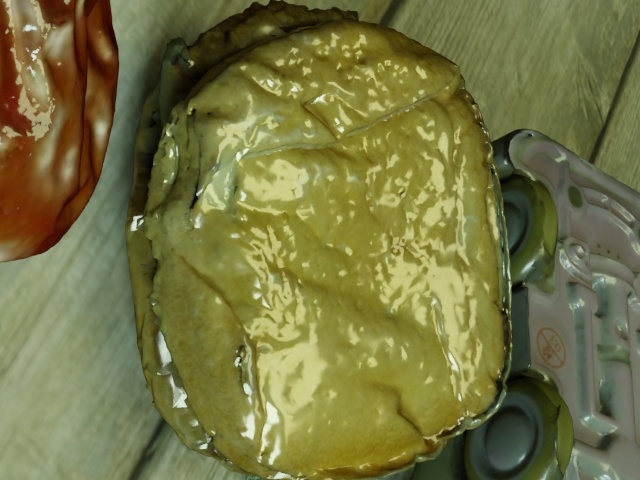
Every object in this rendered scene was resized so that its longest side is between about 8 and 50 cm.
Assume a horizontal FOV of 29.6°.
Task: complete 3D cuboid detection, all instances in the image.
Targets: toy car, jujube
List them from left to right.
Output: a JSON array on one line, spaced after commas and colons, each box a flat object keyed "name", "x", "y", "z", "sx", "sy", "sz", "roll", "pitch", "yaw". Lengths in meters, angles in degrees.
[{"name": "jujube", "x": -0.166, "y": -0.111, "z": 0.508, "sx": 0.174, "sy": 0.174, "sz": 0.251, "roll": -20, "pitch": 104, "yaw": -50}, {"name": "toy car", "x": 0.157, "y": 0.119, "z": 0.920, "sx": 0.242, "sy": 0.226, "sz": 0.336, "roll": 24, "pitch": 52, "yaw": -33}]

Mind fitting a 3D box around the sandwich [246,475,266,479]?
[{"name": "sandwich", "x": -0.011, "y": 0.168, "z": 0.817, "sx": 0.093, "sy": 0.035, "sz": 0.105, "roll": -32, "pitch": 116, "yaw": -48}]

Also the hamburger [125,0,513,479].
[{"name": "hamburger", "x": 0.001, "y": 0.001, "z": 0.736, "sx": 0.259, "sy": 0.144, "sz": 0.283, "roll": 0, "pitch": 93, "yaw": -34}]
